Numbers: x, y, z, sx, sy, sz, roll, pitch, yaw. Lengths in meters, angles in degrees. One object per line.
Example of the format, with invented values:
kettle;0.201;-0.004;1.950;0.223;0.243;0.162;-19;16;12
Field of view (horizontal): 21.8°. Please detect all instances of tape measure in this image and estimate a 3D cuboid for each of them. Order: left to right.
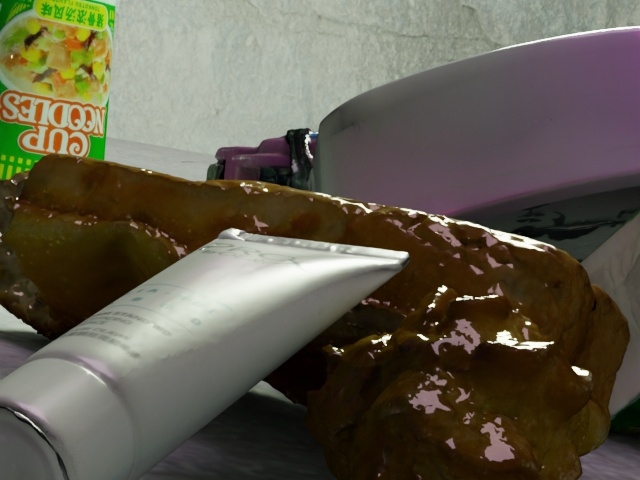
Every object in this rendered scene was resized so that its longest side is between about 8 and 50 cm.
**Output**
tape measure;0.032;-0.024;1.524;0.232;0.149;0.245;6;-1;-19

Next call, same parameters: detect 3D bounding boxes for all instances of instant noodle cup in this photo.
instant noodle cup;-0.319;-0.172;1.835;0.207;0.232;0.207;10;5;-1

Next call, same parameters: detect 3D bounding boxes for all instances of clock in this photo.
clock;0.152;-0.026;1.126;0.339;0.102;0.338;-8;-19;-3

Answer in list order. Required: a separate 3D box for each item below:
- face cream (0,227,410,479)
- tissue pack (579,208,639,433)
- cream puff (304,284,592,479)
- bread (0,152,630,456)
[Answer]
face cream;-0.053;0.042;0.657;0.092;0.058;0.244;10;24;24
tissue pack;0.273;0.070;1.041;0.209;0.148;0.156;8;47;-37
cream puff;0.047;0.074;0.663;0.116;0.122;0.094;-11;-26;34
bread;-0.036;0.029;0.863;0.380;0.109;0.185;13;-8;28
